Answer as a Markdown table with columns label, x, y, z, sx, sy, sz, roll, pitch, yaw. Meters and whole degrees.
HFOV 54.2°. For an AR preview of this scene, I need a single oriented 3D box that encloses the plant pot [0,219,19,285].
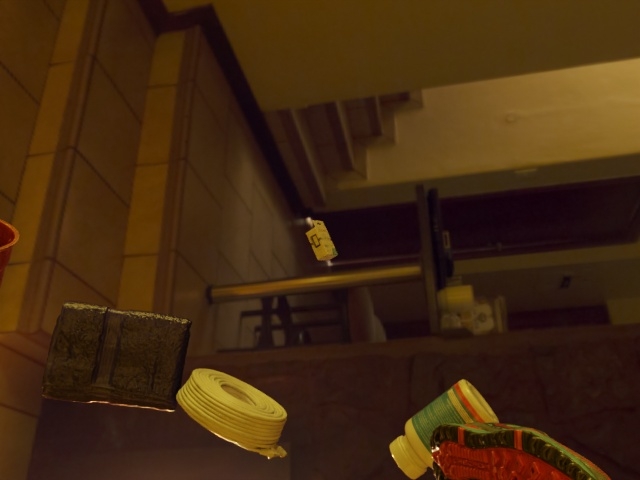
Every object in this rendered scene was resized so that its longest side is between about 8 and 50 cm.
| label | x | y | z | sx | sy | sz | roll | pitch | yaw |
| --- | --- | --- | --- | --- | --- | --- | --- | --- | --- |
| plant pot | -0.864 | 0.096 | 1.451 | 0.272 | 0.273 | 0.265 | -60 | 167 | -73 |

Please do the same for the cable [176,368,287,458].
| label | x | y | z | sx | sy | sz | roll | pitch | yaw |
| --- | --- | --- | --- | --- | --- | --- | --- | --- | --- |
| cable | -0.204 | 0.390 | 1.458 | 0.089 | 0.257 | 0.257 | -62 | -149 | -1 |

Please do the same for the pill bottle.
| label | x | y | z | sx | sy | sz | roll | pitch | yaw |
| --- | --- | --- | --- | --- | --- | --- | --- | --- | --- |
| pill bottle | 0.261 | 0.412 | 1.347 | 0.124 | 0.221 | 0.124 | 48 | 10 | -11 |

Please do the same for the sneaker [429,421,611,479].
| label | x | y | z | sx | sy | sz | roll | pitch | yaw |
| --- | --- | --- | --- | --- | --- | --- | --- | --- | --- |
| sneaker | 0.236 | 0.244 | 0.695 | 0.262 | 0.125 | 0.104 | 171 | -85 | -67 |

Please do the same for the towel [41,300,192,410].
| label | x | y | z | sx | sy | sz | roll | pitch | yaw |
| --- | --- | --- | --- | --- | --- | --- | --- | --- | --- |
| towel | -0.469 | 0.270 | 1.452 | 0.076 | 0.308 | 0.227 | 148 | -49 | -76 |

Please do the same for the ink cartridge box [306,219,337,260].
| label | x | y | z | sx | sy | sz | roll | pitch | yaw |
| --- | --- | --- | --- | --- | --- | --- | --- | --- | --- |
| ink cartridge box | 0.000 | 0.000 | 1.341 | 0.048 | 0.028 | 0.083 | 5 | 58 | -61 |
